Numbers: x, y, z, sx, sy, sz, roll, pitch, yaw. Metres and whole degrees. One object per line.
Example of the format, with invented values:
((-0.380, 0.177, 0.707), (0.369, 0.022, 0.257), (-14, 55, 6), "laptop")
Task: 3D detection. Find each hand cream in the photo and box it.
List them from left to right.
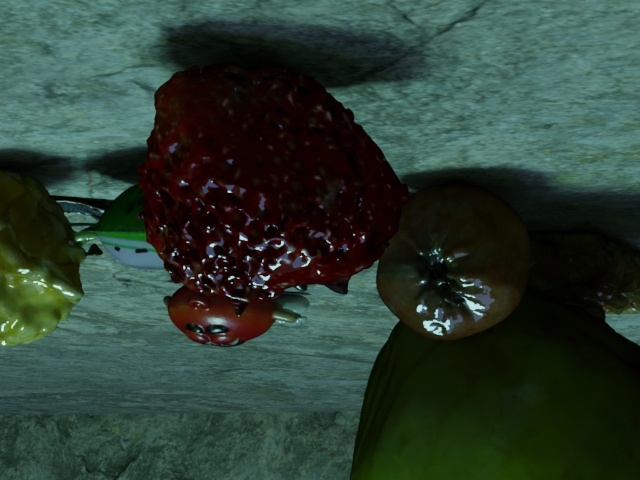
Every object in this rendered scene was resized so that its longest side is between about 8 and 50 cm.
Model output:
((-0.278, -0.025, 1.896), (0.163, 0.039, 0.062), (-2, 169, -11), "hand cream")

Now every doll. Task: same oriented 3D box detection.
((-0.107, 0.088, 2.338), (0.183, 0.085, 0.217), (2, 179, 10), "doll")

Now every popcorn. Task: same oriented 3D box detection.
((-0.291, 0.014, 1.750), (0.170, 0.180, 0.180), (-25, 168, 1), "popcorn")

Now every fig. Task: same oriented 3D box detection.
((0.185, 0.221, 1.876), (0.343, 0.343, 0.343), (2, 170, 0), "fig")

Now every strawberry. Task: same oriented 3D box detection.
((-0.049, -0.047, 1.364), (0.187, 0.184, 0.201), (38, 171, 41), "strawberry")

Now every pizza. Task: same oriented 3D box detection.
((0.231, 0.042, 2.010), (0.335, 0.086, 0.226), (8, 169, -21), "pizza")

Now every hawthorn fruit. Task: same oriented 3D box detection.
((0.120, 0.015, 1.757), (0.149, 0.149, 0.189), (3, -173, -3), "hawthorn fruit")

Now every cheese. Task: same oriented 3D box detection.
((-0.118, -0.013, 1.773), (0.204, 0.083, 0.320), (-2, -179, -7), "cheese")

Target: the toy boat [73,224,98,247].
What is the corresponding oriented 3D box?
((-0.376, 0.015, 1.966), (0.293, 0.108, 0.099), (2, 139, -32), "toy boat")
